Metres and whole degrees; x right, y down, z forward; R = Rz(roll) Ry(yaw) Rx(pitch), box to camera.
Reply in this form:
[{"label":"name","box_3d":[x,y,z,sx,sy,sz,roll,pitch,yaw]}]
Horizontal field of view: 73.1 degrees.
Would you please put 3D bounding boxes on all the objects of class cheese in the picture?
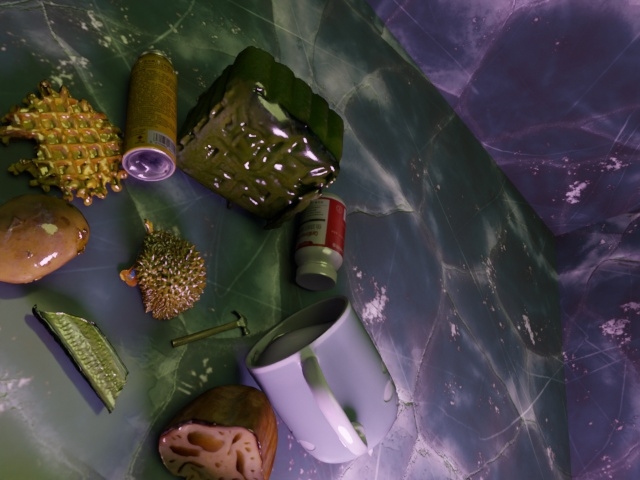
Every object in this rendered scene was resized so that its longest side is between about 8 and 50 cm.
[{"label":"cheese","box_3d":[-0.362,0.046,0.881,0.047,0.017,0.111,44,47,-16]}]

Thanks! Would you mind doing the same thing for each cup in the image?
[{"label":"cup","box_3d":[0.024,0.310,0.895,0.259,0.356,0.275,-32,99,-4]}]

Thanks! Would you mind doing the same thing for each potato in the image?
[{"label":"potato","box_3d":[-0.478,-0.006,0.718,0.137,0.137,0.176,52,46,-11]}]

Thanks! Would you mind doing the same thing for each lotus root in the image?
[{"label":"lotus root","box_3d":[-0.180,0.363,0.823,0.180,0.198,0.188,-76,170,-69]}]

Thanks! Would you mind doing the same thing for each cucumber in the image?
[{"label":"cucumber","box_3d":[-0.406,0.191,0.750,0.220,0.046,0.070,58,41,-8]}]

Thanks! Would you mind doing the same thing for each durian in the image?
[{"label":"durian","box_3d":[-0.298,0.049,0.866,0.146,0.102,0.208,-28,100,-42]}]

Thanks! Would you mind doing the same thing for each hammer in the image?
[{"label":"hammer","box_3d":[-0.235,0.195,0.931,0.182,0.017,0.062,-8,76,-45]}]

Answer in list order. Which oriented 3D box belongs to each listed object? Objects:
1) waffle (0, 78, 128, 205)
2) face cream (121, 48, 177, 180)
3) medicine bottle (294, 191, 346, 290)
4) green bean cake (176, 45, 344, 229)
[{"label":"waffle","box_3d":[-0.489,-0.188,0.850,0.231,0.051,0.229,32,49,-30]},{"label":"face cream","box_3d":[-0.371,-0.298,0.954,0.104,0.105,0.349,16,51,-38]},{"label":"medicine bottle","box_3d":[0.000,0.000,1.167,0.131,0.131,0.250,29,53,-31]},{"label":"green bean cake","box_3d":[-0.146,-0.216,0.999,0.319,0.335,0.218,31,42,-27]}]
